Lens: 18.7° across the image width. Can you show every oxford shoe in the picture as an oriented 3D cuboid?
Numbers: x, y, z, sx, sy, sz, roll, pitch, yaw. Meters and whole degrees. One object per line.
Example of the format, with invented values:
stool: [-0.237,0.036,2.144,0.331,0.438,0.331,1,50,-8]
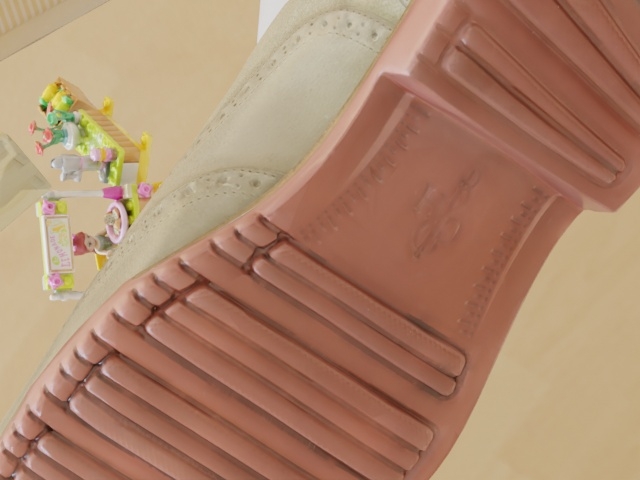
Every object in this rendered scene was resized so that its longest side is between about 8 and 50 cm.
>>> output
oxford shoe: [0.000,0.000,0.753,0.397,0.146,0.140,-45,117,8]

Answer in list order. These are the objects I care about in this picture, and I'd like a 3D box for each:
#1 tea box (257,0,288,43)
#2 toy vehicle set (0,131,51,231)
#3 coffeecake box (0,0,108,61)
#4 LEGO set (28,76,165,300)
tea box: [0.144,-0.266,1.188,0.220,0.329,0.323,27,133,-25]
toy vehicle set: [-0.268,0.037,0.986,0.267,0.166,0.035,-42,110,-12]
coffeecake box: [-0.103,-0.147,0.533,0.142,0.185,0.068,-31,152,-12]
LEGO set: [-0.200,-0.032,1.581,0.107,0.287,0.132,-3,152,-30]
